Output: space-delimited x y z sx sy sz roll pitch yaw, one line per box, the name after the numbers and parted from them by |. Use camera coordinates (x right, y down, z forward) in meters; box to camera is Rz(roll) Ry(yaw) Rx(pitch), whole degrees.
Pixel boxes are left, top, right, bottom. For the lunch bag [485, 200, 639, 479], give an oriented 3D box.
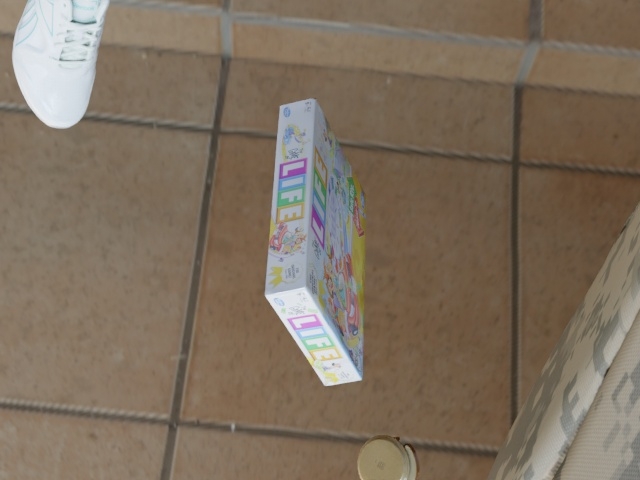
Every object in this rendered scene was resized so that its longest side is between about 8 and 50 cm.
0.161 0.091 0.309 0.213 0.305 0.256 26 27 6 | lunch bag

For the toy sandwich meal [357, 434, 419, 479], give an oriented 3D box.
0.088 0.290 1.537 0.086 0.029 0.085 -4 82 32 | toy sandwich meal

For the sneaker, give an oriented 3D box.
-0.163 -0.143 0.762 0.054 0.152 0.061 -6 23 -32 | sneaker

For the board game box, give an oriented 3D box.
0.000 0.000 0.756 0.026 0.103 0.154 -11 50 17 | board game box
